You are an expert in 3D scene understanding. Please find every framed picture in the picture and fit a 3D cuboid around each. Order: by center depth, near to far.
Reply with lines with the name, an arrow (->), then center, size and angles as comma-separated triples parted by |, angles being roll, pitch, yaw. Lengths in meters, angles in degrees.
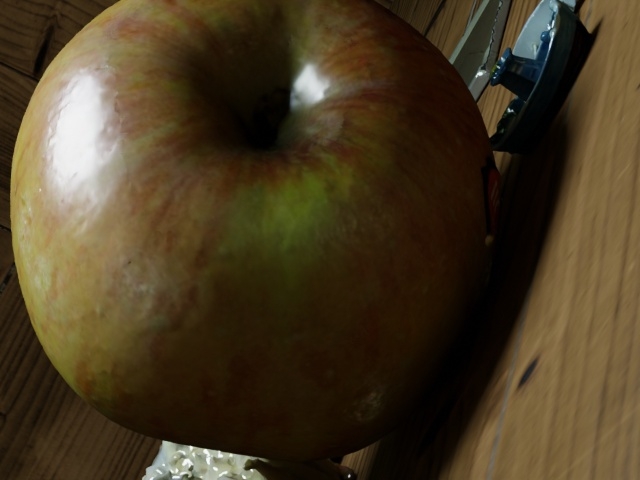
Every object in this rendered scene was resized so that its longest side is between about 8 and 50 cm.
framed picture -> 0.166, -0.194, 2.041 | 0.209, 0.019, 0.281 | -60, 7, 40

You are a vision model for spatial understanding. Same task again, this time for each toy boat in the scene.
toy boat -> 0.174, -0.136, 1.461 | 0.137, 0.061, 0.060 | -61, 6, 23
toy boat -> 0.200, -0.179, 1.553 | 0.149, 0.034, 0.105 | -91, 25, -79

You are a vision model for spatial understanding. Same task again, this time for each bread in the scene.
bread -> -0.094, 0.277, 1.570 | 0.274, 0.149, 0.274 | -53, 20, 28

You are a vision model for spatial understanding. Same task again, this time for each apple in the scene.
apple -> -0.052, -0.011, 1.394 | 0.333, 0.400, 0.400 | 101, -171, -52
